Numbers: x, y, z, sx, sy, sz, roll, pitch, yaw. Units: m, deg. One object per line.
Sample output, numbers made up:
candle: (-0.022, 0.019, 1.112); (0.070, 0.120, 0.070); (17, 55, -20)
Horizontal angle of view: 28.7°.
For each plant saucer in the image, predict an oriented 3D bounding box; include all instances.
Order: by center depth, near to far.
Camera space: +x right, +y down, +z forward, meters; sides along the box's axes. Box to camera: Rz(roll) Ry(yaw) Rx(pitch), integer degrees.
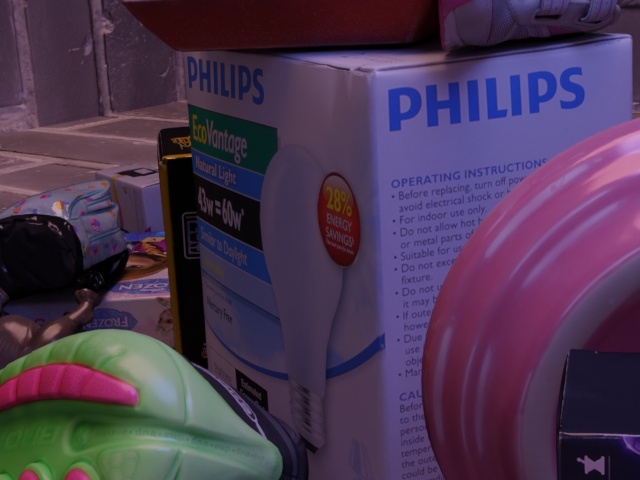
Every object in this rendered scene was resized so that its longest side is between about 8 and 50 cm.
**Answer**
plant saucer: (0.230, 0.088, 0.754); (0.332, 0.332, 0.084); (-5, 22, -4)
plant saucer: (0.018, -0.189, 1.004); (0.259, 0.048, 0.258); (2, 16, 28)

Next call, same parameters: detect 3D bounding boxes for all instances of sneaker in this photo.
sneaker: (0.153, -0.190, 0.858); (0.111, 0.103, 0.252); (3, 17, 28)
sneaker: (-0.200, 0.171, 0.869); (0.202, 0.185, 0.482); (25, -21, -39)

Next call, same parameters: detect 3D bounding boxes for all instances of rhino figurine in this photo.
rhino figurine: (-0.354, 0.107, 1.320); (0.243, 0.073, 0.106); (-1, 46, 15)

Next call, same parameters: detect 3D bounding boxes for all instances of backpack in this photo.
backpack: (-0.291, -0.002, 1.411); (0.151, 0.115, 0.182); (-1, 13, 20)

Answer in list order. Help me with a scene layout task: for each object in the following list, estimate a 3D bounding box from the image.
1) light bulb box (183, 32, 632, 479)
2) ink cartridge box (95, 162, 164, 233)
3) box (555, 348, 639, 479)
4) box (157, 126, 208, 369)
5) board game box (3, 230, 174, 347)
light bulb box: (0.060, 0.011, 1.030); (0.225, 0.361, 0.358); (-10, 15, -25)
ink cartridge box: (-0.248, -0.034, 1.771); (0.072, 0.128, 0.175); (-15, 17, -29)
box: (0.192, 0.183, 0.511); (0.184, 0.261, 0.103); (0, 14, 16)
box: (0.000, 0.000, 1.295); (0.322, 0.257, 0.079); (-5, 29, -8)
board game box: (-0.272, 0.058, 1.535); (0.318, 0.066, 0.318); (-3, 14, 0)
